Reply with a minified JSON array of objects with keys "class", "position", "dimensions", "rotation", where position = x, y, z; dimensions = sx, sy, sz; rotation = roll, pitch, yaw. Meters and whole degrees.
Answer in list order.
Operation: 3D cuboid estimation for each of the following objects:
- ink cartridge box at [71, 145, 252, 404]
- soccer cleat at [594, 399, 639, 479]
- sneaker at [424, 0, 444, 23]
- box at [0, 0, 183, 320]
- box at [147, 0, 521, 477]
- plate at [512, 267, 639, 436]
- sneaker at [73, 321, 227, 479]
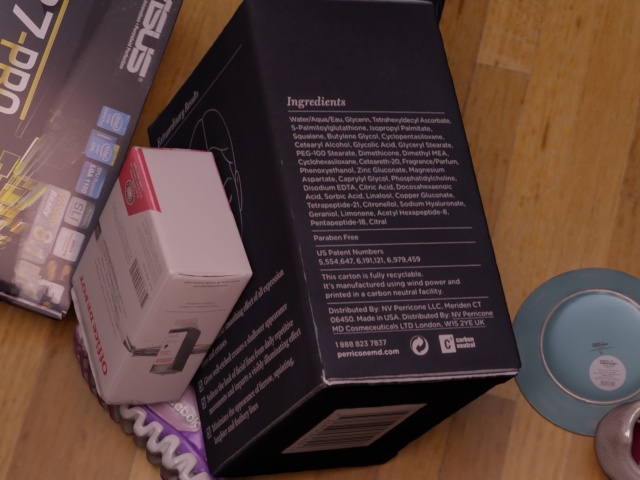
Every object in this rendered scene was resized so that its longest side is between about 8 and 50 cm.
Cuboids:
[{"class":"ink cartridge box","position":[-0.160,0.037,1.754],"dimensions":[0.092,0.218,0.158],"rotation":[1,52,-29]},{"class":"soccer cleat","position":[0.428,0.253,1.778],"dimensions":[0.331,0.143,0.116],"rotation":[22,72,6]},{"class":"sneaker","position":[0.101,-0.305,2.031],"dimensions":[0.081,0.080,0.211],"rotation":[6,60,10]},{"class":"box","position":[-0.352,-0.150,1.885],"dimensions":[0.318,0.097,0.395],"rotation":[22,83,-13]},{"class":"box","position":[0.000,0.000,1.773],"dimensions":[0.212,0.293,0.395],"rotation":[-2,68,-26]},{"class":"plate","position":[0.294,0.114,1.897],"dimensions":[0.188,0.024,0.188],"rotation":[0,69,0]},{"class":"sneaker","position":[-0.159,0.163,1.855],"dimensions":[0.104,0.095,0.236],"rotation":[-38,80,-17]}]
